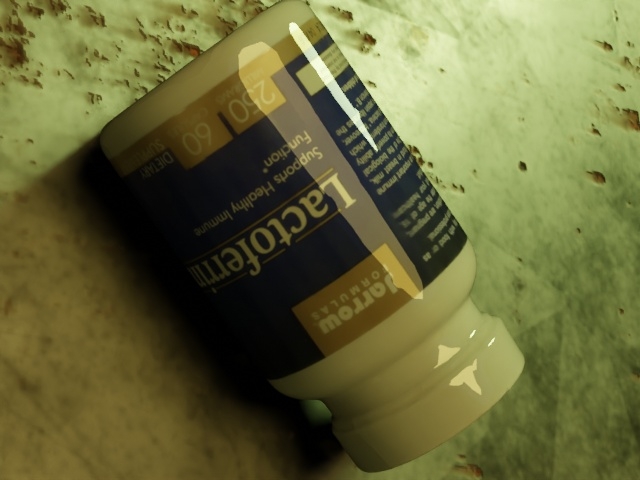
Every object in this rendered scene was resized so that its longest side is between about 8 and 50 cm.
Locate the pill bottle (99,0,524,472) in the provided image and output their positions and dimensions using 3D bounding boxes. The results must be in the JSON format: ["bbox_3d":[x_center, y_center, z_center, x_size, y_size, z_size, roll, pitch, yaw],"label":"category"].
[{"bbox_3d":[0.000,0.000,0.934,0.265,0.153,0.153,54,48,-7],"label":"pill bottle"}]
